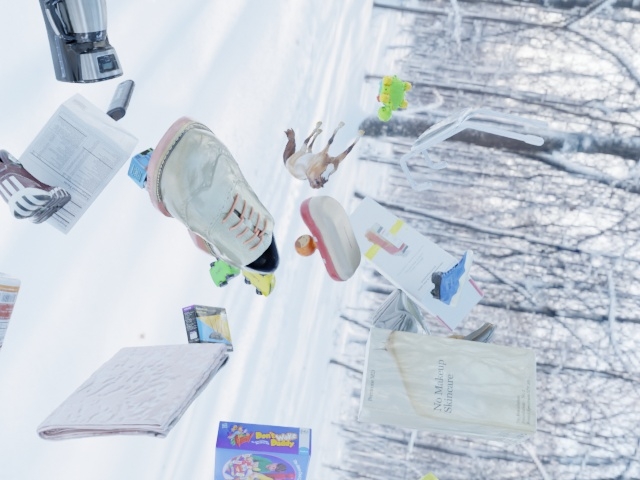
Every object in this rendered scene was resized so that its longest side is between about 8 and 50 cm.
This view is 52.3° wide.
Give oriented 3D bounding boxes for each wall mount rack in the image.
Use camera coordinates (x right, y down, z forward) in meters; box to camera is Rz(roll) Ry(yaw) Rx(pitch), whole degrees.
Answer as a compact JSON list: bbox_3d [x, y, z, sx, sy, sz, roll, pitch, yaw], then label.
[{"bbox_3d":[0.353,-0.236,1.511,0.131,0.304,0.350,61,28,-9],"label":"wall mount rack"}]

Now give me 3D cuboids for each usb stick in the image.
[{"bbox_3d":[-0.681,-0.480,2.226,0.045,0.077,0.278,54,14,-32],"label":"usb stick"}]

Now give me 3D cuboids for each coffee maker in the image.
[{"bbox_3d":[-0.443,-0.386,1.194,0.171,0.120,0.178,35,-46,51],"label":"coffee maker"}]

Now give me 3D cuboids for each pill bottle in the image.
[{"bbox_3d":[-0.700,0.168,1.326,0.121,0.121,0.216,48,58,-82],"label":"pill bottle"}]

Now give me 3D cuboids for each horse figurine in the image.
[{"bbox_3d":[-0.015,-0.191,1.473,0.066,0.263,0.174,40,77,-35],"label":"horse figurine"}]

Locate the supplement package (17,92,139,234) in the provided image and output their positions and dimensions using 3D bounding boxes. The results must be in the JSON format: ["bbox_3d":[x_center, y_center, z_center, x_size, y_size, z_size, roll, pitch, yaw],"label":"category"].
[{"bbox_3d":[-0.625,-0.196,1.639,0.263,0.198,0.199,-48,-160,10],"label":"supplement package"}]

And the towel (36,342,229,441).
[{"bbox_3d":[-0.402,0.331,1.451,0.332,0.316,0.054,-51,133,-64],"label":"towel"}]

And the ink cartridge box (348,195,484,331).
[{"bbox_3d":[0.267,0.068,1.965,0.160,0.384,0.279,-49,140,1],"label":"ink cartridge box"}]

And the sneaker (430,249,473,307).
[{"bbox_3d":[0.319,0.084,1.610,0.058,0.084,0.152,-39,146,-63],"label":"sneaker"}]

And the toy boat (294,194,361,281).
[{"bbox_3d":[0.000,0.000,1.684,0.231,0.151,0.151,68,24,-15],"label":"toy boat"}]

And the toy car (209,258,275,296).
[{"bbox_3d":[-0.183,0.036,1.430,0.225,0.053,0.239,-41,-108,52],"label":"toy car"}]

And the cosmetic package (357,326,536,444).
[{"bbox_3d":[0.233,0.271,1.217,0.113,0.309,0.160,95,3,-62],"label":"cosmetic package"}]

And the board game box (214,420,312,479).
[{"bbox_3d":[-0.157,0.611,1.695,0.078,0.233,0.347,-88,-174,-50],"label":"board game box"}]

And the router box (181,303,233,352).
[{"bbox_3d":[-0.313,0.252,1.824,0.179,0.046,0.133,24,51,-68],"label":"router box"}]

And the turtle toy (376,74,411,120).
[{"bbox_3d":[0.193,-0.397,1.814,0.066,0.095,0.130,15,-84,55],"label":"turtle toy"}]

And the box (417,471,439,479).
[{"bbox_3d":[0.226,0.478,1.080,0.087,0.058,0.232,67,-13,-12],"label":"box"}]

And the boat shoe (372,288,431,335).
[{"bbox_3d":[0.214,0.215,1.661,0.118,0.103,0.320,-48,-168,4],"label":"boat shoe"}]

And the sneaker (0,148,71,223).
[{"bbox_3d":[-0.648,-0.129,1.425,0.106,0.162,0.281,-41,-174,-10],"label":"sneaker"}]

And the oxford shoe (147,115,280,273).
[{"bbox_3d":[-0.135,-0.052,0.977,0.141,0.146,0.397,-57,165,-11],"label":"oxford shoe"}]

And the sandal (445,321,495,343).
[{"bbox_3d":[0.298,0.237,1.449,0.219,0.060,0.090,-31,147,-22],"label":"sandal"}]

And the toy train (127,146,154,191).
[{"bbox_3d":[-0.355,-0.175,1.522,0.184,0.105,0.080,-39,170,-43],"label":"toy train"}]
